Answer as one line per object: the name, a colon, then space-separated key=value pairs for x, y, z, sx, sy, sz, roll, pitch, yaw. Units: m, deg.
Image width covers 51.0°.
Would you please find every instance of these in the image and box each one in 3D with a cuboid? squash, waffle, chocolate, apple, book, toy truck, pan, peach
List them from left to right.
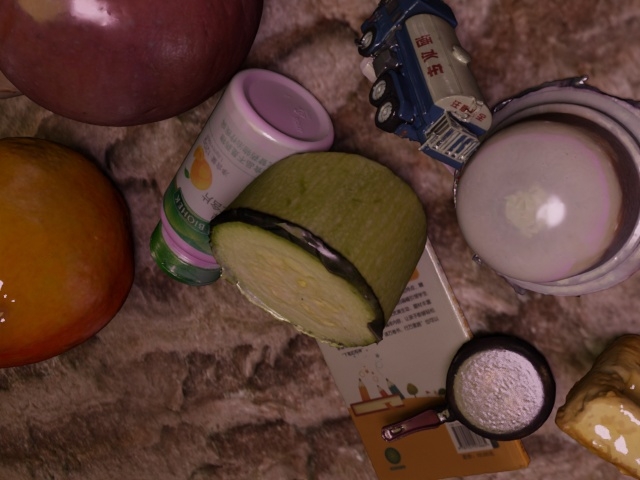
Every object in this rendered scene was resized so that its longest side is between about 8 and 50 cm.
peach: x=-0.443 y=0.019 z=0.936 sx=0.373 sy=0.372 sz=0.290 roll=53 pitch=131 yaw=9
apple: x=-0.211 y=-0.255 z=0.702 sx=0.306 sy=0.305 sz=0.235 roll=52 pitch=140 yaw=10
squash: x=-0.010 y=0.010 z=0.720 sx=0.220 sy=0.133 sz=0.220 roll=19 pitch=145 yaw=13
book: x=0.095 y=0.148 z=0.800 sx=0.208 sy=0.020 sz=0.296 roll=-24 pitch=91 yaw=39
toy truck: x=0.092 y=-0.150 z=0.603 sx=0.088 sy=0.074 sz=0.202 roll=-47 pitch=38 yaw=38
pan: x=0.149 y=0.178 z=0.729 sx=0.212 sy=0.040 sz=0.115 roll=-30 pitch=82 yaw=24
chocolate: x=0.199 y=-0.035 z=0.575 sx=0.221 sy=0.147 sz=0.221 roll=5 pitch=103 yaw=23
waffle: x=0.340 y=0.178 z=0.539 sx=0.274 sy=0.168 sz=0.057 roll=31 pitch=115 yaw=26

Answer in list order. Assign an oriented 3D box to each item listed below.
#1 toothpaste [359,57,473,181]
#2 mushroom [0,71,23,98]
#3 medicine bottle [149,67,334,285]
toothpaste: x=0.111 y=-0.121 z=0.692 sx=0.190 sy=0.031 sz=0.048 roll=48 pitch=121 yaw=9
mushroom: x=-0.466 y=-0.361 z=0.861 sx=0.362 sy=0.294 sz=0.362 roll=11 pitch=110 yaw=33
medicine bottle: x=-0.106 y=-0.062 z=0.805 sx=0.133 sy=0.133 sz=0.274 roll=49 pitch=129 yaw=12
